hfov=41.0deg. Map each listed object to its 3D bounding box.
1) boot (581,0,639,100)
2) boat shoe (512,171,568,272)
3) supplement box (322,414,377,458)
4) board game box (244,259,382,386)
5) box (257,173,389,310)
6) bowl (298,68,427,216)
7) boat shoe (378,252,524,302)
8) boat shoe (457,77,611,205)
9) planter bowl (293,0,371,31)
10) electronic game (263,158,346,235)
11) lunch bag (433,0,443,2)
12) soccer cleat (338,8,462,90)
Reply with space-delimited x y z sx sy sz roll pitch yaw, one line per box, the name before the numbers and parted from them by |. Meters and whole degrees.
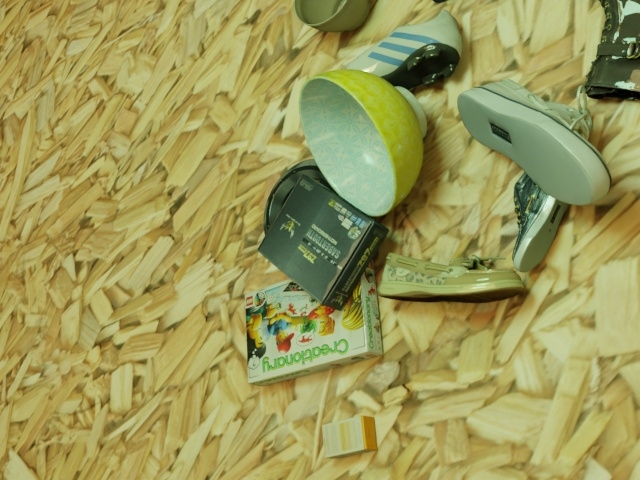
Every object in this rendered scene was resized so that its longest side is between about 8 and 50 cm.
boot | 0.475 -0.345 1.400 0.263 0.091 0.228 24 97 46
boat shoe | 0.350 -0.039 1.427 0.083 0.065 0.183 26 86 43
supplement box | 0.053 0.361 1.569 0.098 0.036 0.062 -21 63 34
board game box | -0.022 0.162 1.686 0.305 0.053 0.192 -21 63 35
box | 0.000 0.000 1.650 0.233 0.059 0.183 38 101 43
bowl | 0.104 -0.206 1.606 0.156 0.289 0.289 -31 44 -22
boat shoe | 0.218 0.059 1.479 0.285 0.105 0.089 -3 77 41
boat shoe | 0.380 -0.182 1.391 0.157 0.135 0.367 -27 32 -10
planter bowl | 0.039 -0.510 1.815 0.162 0.109 0.162 -14 68 38
electronic game | -0.026 -0.059 1.766 0.229 0.048 0.229 -11 70 33
lunch bag | 0.242 -0.513 1.669 0.098 0.067 0.065 -6 72 41
soccer cleat | 0.136 -0.344 1.693 0.331 0.116 0.143 -17 50 34
